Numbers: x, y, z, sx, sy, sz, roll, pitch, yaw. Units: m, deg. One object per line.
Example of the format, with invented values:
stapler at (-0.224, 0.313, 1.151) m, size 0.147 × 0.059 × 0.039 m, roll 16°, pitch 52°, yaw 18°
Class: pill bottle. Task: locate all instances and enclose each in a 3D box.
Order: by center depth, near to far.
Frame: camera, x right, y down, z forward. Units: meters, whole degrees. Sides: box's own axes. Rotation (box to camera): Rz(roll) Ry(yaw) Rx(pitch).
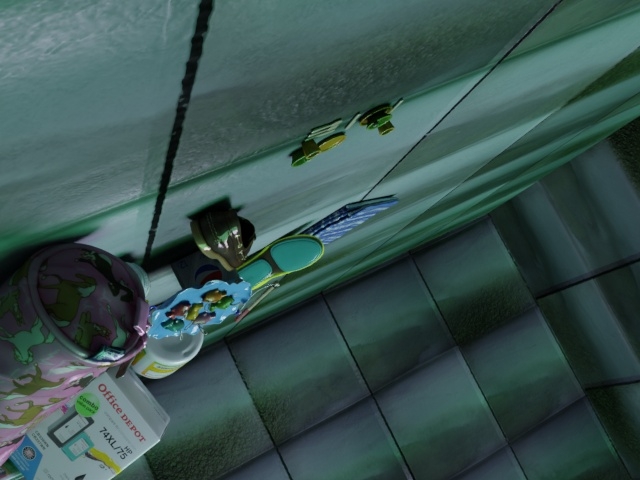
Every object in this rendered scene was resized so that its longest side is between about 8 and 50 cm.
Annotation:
pill bottle at (-0.360, 0.234, 1.710) m, size 0.136 × 0.136 × 0.246 m, roll -22°, pitch 172°, yaw -31°

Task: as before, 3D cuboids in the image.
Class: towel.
towel at (0.000, 0.000, 1.731) m, size 0.336 × 0.040 × 0.243 m, roll -31°, pitch 172°, yaw 31°

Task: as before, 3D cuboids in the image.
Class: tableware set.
tableware set at (0.036, -0.134, 0.991) m, size 0.154 × 0.024 × 0.104 m, roll -23°, pitch 172°, yaw -27°

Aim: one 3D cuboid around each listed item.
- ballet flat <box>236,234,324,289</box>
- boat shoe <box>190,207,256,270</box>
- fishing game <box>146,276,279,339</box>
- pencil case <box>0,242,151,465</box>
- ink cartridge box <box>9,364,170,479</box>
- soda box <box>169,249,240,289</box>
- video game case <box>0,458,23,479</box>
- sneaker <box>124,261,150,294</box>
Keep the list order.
ballet flat at (-0.093, 0.038, 1.598) m, size 0.231 × 0.077 × 0.077 m, roll -26°, pitch -166°, yaw 18°
boat shoe at (-0.130, -0.002, 1.128) m, size 0.073 × 0.073 × 0.207 m, roll -25°, pitch 173°, yaw 1°
fishing game at (-0.190, 0.118, 1.224) m, size 0.264 × 0.041 × 0.189 m, roll -3°, pitch 148°, yaw -47°
pencil case at (-0.376, 0.163, 0.936) m, size 0.386 × 0.167 × 0.160 m, roll -37°, pitch 174°, yaw 28°
ink cartridge box at (-0.505, 0.424, 1.681) m, size 0.270 × 0.198 × 0.197 m, roll -38°, pitch -177°, yaw -3°
soda box at (-0.198, 0.081, 1.394) m, size 0.098 × 0.091 × 0.286 m, roll -26°, pitch 173°, yaw -9°
video game case at (-0.717, 0.438, 1.642) m, size 0.025 × 0.204 × 0.285 m, roll -48°, pitch 172°, yaw 1°
sneaker at (-0.357, 0.119, 1.098) m, size 0.258 × 0.094 × 0.091 m, roll -27°, pitch 169°, yaw -2°
